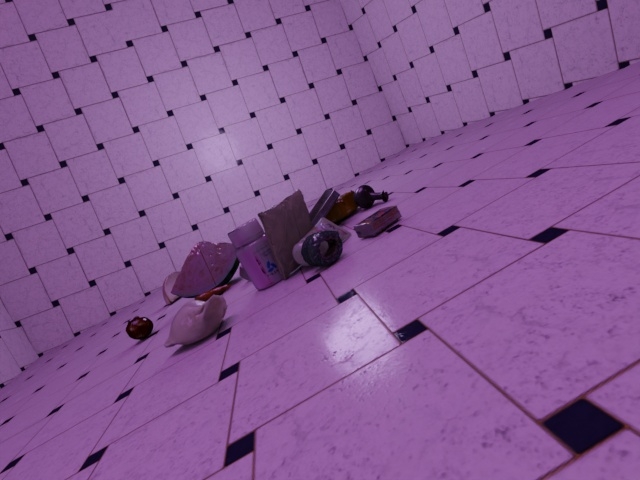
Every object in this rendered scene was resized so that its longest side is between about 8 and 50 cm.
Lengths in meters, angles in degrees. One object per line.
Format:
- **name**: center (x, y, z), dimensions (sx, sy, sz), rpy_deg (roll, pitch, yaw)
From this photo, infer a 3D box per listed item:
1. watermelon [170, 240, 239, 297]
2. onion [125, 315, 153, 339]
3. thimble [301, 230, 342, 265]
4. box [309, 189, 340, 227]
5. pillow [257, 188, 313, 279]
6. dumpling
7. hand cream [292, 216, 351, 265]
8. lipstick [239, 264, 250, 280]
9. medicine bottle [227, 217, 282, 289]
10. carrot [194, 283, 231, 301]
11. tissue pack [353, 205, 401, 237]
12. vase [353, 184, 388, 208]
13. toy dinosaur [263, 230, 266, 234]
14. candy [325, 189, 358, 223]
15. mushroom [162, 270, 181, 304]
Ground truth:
- **watermelon**: center (-0.554, 0.166, 2.082), dimensions (0.292, 0.319, 0.222), rpy_deg (12, -14, 11)
- **onion**: center (-0.819, 0.395, 1.841), dimensions (0.118, 0.119, 0.117), rpy_deg (-27, 6, 8)
- **thimble**: center (0.008, 0.029, 1.398), dimensions (0.135, 0.119, 0.090), rpy_deg (-24, 10, -33)
- **box**: center (-0.031, -0.108, 1.993), dimensions (0.325, 0.047, 0.180), rpy_deg (-55, 15, -1)
- **pillow**: center (-0.105, -0.030, 1.567), dimensions (0.076, 0.275, 0.280), rpy_deg (-5, 21, 34)
- **dumpling**: center (-0.406, 0.276, 1.361), dimensions (0.252, 0.131, 0.179), rpy_deg (-48, -13, 8)
- **hand cream**: center (0.000, 0.000, 1.563), dimensions (0.306, 0.147, 0.093), rpy_deg (-41, -23, -54)
- **lipstick**: center (-0.261, 0.081, 1.944), dimensions (0.068, 0.066, 0.317), rpy_deg (24, 38, 21)
- **medicine bottle**: center (-0.245, 0.052, 1.574), dimensions (0.152, 0.255, 0.152), rpy_deg (-26, 10, 5)
- **carrot**: center (-0.513, 0.249, 1.925), dimensions (0.191, 0.047, 0.047), rpy_deg (-27, 10, 6)
- **tissue pack**: center (0.210, -0.068, 1.487), dimensions (0.148, 0.060, 0.108), rpy_deg (-32, 11, -27)
- **vase**: center (0.254, -0.219, 2.007), dimensions (0.182, 0.120, 0.120), rpy_deg (2, 30, 45)
- **toy dinosaur**: center (-0.221, -0.054, 2.159), dimensions (0.301, 0.447, 0.087), rpy_deg (-57, -24, -4)
- **candy**: center (0.091, -0.170, 2.163), dimensions (0.259, 0.118, 0.260), rpy_deg (-30, 8, 4)
- **mushroom**: center (-0.902, 0.275, 2.517), dimensions (0.173, 0.162, 0.236), rpy_deg (-16, 15, 46)
